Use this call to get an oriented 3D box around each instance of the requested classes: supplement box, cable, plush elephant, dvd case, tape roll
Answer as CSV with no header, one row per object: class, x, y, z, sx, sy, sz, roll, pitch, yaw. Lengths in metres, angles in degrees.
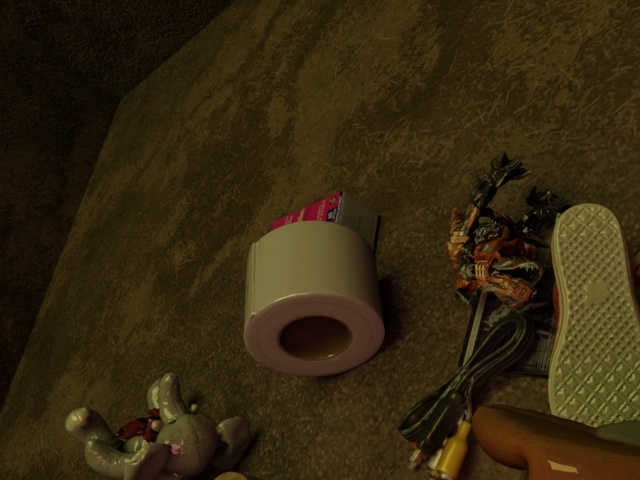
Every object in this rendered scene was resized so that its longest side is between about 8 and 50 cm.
supplement box,0.000,0.000,1.476,0.220,0.114,0.111,-23,46,43
cable,0.214,0.231,1.056,0.287,0.072,0.139,-53,19,-4
plush elephant,-0.298,0.385,1.398,0.255,0.271,0.330,-49,60,35
dvd case,0.311,0.120,1.053,0.221,0.018,0.165,-6,59,49
tape roll,-0.014,0.108,1.277,0.246,0.246,0.169,-35,39,29

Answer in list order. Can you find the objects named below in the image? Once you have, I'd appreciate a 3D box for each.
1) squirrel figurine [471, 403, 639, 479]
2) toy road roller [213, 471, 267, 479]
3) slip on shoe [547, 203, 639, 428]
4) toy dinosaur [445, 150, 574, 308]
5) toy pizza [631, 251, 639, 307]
squirrel figurine,0.301,0.350,0.555,0.397,0.281,0.371,-172,84,-82
toy road roller,-0.087,0.533,1.055,0.240,0.202,0.330,1,67,39
slip on shoe,0.350,0.121,0.915,0.123,0.101,0.331,-4,74,17
toy dinosaur,0.259,-0.011,1.103,0.218,0.164,0.322,-55,37,8
toy pizza,0.462,0.062,0.896,0.201,0.032,0.201,-33,40,32
